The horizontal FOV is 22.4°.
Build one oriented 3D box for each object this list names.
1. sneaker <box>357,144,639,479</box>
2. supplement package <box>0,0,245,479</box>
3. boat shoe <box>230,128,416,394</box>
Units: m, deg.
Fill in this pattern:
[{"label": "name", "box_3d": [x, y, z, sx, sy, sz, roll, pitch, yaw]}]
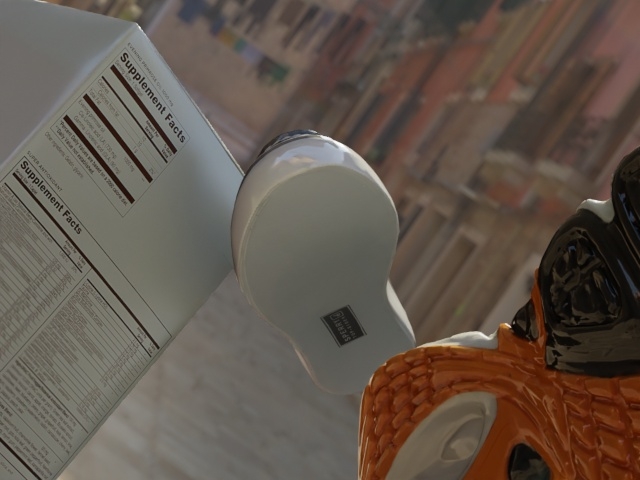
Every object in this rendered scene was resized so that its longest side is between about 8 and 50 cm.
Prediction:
[{"label": "sneaker", "box_3d": [0.112, 0.043, 0.443, 0.121, 0.099, 0.262, 5, -21, -25]}, {"label": "supplement package", "box_3d": [-0.177, -0.005, 0.839, 0.194, 0.203, 0.149, 19, -28, 45]}, {"label": "boat shoe", "box_3d": [0.000, 0.000, 0.795, 0.228, 0.080, 0.076, 61, 5, -61]}]
